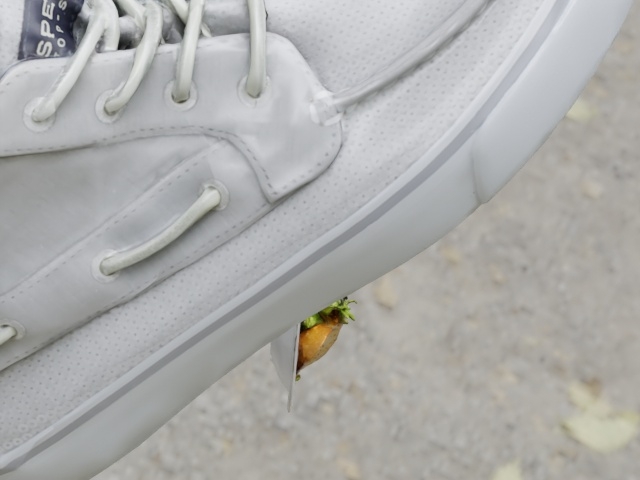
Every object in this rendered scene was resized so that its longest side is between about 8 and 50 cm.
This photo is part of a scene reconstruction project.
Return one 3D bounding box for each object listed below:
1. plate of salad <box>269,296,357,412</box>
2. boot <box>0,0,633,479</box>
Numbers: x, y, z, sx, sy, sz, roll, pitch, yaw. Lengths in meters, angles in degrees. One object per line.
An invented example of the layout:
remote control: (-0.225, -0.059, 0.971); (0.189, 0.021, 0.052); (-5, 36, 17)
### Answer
plate of salad: (0.000, 0.000, 1.146); (0.048, 0.199, 0.200); (5, 37, 0)
boot: (-0.039, -0.037, 0.541); (0.123, 0.258, 0.095); (40, 14, -39)
